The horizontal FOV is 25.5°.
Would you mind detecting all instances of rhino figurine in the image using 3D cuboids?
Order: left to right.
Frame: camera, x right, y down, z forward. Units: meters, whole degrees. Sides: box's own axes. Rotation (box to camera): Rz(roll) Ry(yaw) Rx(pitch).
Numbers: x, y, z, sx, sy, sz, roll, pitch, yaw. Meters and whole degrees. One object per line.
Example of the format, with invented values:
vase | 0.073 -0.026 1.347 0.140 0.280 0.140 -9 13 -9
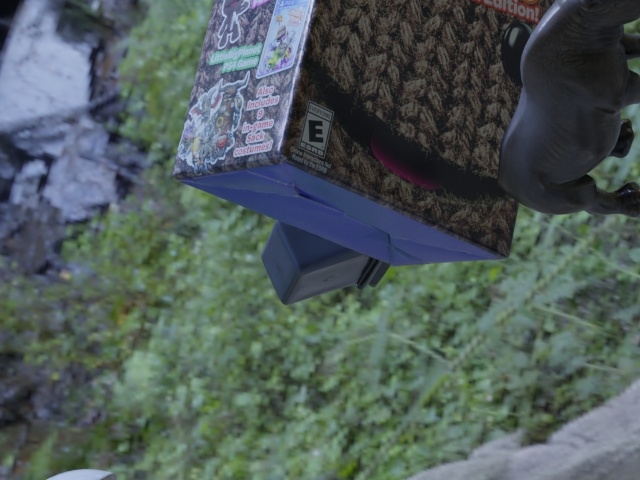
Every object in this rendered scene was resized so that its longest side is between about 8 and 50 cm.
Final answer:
rhino figurine | 0.177 -0.109 0.915 0.243 0.106 0.073 96 163 -45

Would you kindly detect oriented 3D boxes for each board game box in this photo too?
board game box | 0.046 -0.152 1.093 0.141 0.232 0.291 -5 69 51

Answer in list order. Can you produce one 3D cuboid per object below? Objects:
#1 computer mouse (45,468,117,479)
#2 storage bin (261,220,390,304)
computer mouse | -0.230 0.234 1.103 0.042 0.106 0.193 47 109 13
storage bin | 0.000 0.000 1.266 0.098 0.091 0.135 65 162 13
